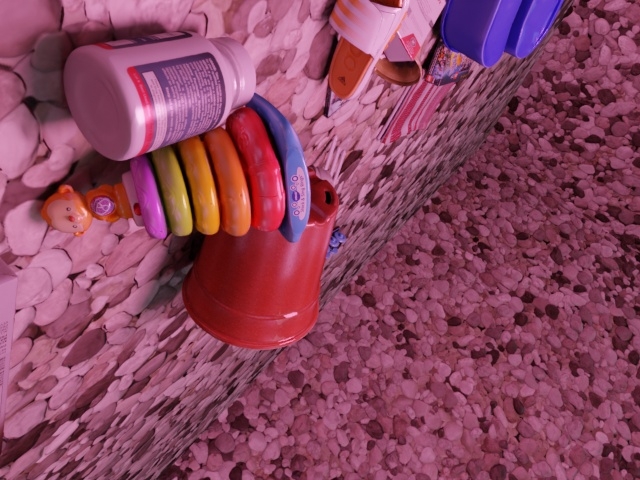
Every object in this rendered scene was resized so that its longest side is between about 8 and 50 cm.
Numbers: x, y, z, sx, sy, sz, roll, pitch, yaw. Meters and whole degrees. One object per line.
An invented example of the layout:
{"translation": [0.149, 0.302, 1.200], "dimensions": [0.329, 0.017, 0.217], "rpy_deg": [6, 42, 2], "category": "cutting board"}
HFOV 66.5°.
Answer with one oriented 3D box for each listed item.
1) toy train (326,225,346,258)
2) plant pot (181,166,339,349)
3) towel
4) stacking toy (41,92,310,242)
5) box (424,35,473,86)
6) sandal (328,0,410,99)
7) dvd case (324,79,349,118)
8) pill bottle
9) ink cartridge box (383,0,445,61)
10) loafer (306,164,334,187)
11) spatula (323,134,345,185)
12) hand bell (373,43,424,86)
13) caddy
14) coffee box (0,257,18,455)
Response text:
{"translation": [0.000, 0.000, 1.456], "dimensions": [0.184, 0.105, 0.080], "rpy_deg": [-30, 160, -53], "category": "toy train"}
{"translation": [-0.099, 0.008, 0.892], "dimensions": [0.272, 0.273, 0.264], "rpy_deg": [-34, 151, -48], "category": "plant pot"}
{"translation": [0.302, -0.411, 1.450], "dimensions": [0.329, 0.037, 0.237], "rpy_deg": [-32, 157, -51], "category": "towel"}
{"translation": [-0.177, -0.064, 0.599], "dimensions": [0.302, 0.165, 0.175], "rpy_deg": [-15, 126, -19], "category": "stacking toy"}
{"translation": [0.369, -0.510, 1.315], "dimensions": [0.233, 0.044, 0.159], "rpy_deg": [-32, 147, -50], "category": "box"}
{"translation": [0.055, -0.321, 0.772], "dimensions": [0.076, 0.102, 0.265], "rpy_deg": [-34, 161, -34], "category": "sandal"}
{"translation": [0.044, -0.305, 0.965], "dimensions": [0.087, 0.013, 0.119], "rpy_deg": [-44, 166, -23], "category": "dvd case"}
{"translation": [-0.157, -0.160, 0.516], "dimensions": [0.180, 0.108, 0.108], "rpy_deg": [-35, 160, -44], "category": "pill bottle"}
{"translation": [0.144, -0.388, 0.823], "dimensions": [0.099, 0.056, 0.135], "rpy_deg": [42, 72, -44], "category": "ink cartridge box"}
{"translation": [-0.095, -0.044, 1.083], "dimensions": [0.112, 0.112, 0.319], "rpy_deg": [15, 127, -34], "category": "loafer"}
{"translation": [0.015, -0.123, 1.173], "dimensions": [0.168, 0.019, 0.241], "rpy_deg": [33, 76, -75], "category": "spatula"}
{"translation": [0.194, -0.438, 0.953], "dimensions": [0.241, 0.126, 0.126], "rpy_deg": [-60, 168, -11], "category": "hand bell"}
{"translation": [0.399, -0.555, 1.067], "dimensions": [0.242, 0.179, 0.341], "rpy_deg": [-22, 147, -25], "category": "caddy"}
{"translation": [-0.369, 0.095, 0.415], "dimensions": [0.119, 0.168, 0.297], "rpy_deg": [-32, 159, -51], "category": "coffee box"}
